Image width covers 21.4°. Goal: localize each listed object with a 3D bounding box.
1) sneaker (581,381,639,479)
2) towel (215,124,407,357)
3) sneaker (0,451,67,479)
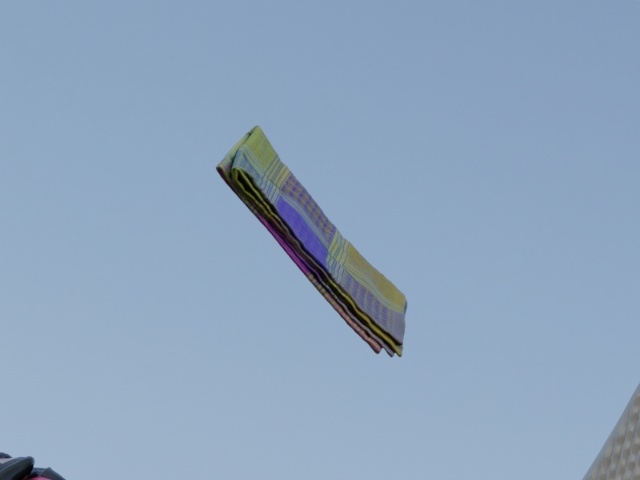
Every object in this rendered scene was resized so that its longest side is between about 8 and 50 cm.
[{"bbox_3d":[0.201,0.119,0.708,0.161,0.102,0.282,22,-52,-8],"label":"sneaker"},{"bbox_3d":[0.000,0.000,0.554,0.009,0.060,0.083,-39,-83,15],"label":"towel"},{"bbox_3d":[-0.098,0.085,0.456,0.072,0.077,0.178,62,-5,-26],"label":"sneaker"}]
